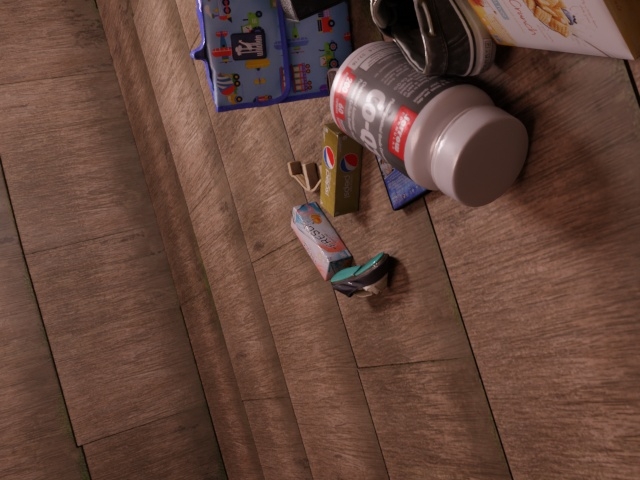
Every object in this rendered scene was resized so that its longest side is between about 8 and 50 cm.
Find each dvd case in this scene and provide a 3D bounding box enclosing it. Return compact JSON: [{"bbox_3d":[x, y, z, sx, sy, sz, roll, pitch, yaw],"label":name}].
[{"bbox_3d":[0.133,-0.193,1.403,0.180,0.022,0.253,-34,72,66],"label":"dvd case"}]

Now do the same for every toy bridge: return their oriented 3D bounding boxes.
[{"bbox_3d":[-0.020,-0.139,1.766,0.188,0.026,0.063,17,120,63],"label":"toy bridge"}]

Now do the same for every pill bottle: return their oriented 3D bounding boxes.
[{"bbox_3d":[0.153,-0.172,1.182,0.283,0.161,0.161,42,140,44],"label":"pill bottle"}]

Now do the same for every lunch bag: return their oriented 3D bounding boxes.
[{"bbox_3d":[-0.100,-0.365,1.484,0.138,0.293,0.221,27,128,60],"label":"lunch bag"}]

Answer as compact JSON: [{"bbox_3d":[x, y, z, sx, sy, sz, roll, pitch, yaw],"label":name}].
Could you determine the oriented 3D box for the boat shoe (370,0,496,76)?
[{"bbox_3d":[0.132,-0.351,1.178,0.335,0.119,0.121,-118,25,-44],"label":"boat shoe"}]

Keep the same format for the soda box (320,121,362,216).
[{"bbox_3d":[0.040,-0.140,1.592,0.061,0.058,0.181,47,144,48],"label":"soda box"}]

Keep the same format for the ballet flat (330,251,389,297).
[{"bbox_3d":[0.093,0.075,1.599,0.203,0.074,0.074,-29,77,59],"label":"ballet flat"}]

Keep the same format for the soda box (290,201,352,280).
[{"bbox_3d":[0.000,0.000,1.761,0.183,0.058,0.063,56,150,36],"label":"soda box"}]

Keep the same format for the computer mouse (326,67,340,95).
[{"bbox_3d":[0.076,-0.267,1.413,0.193,0.042,0.106,32,136,51],"label":"computer mouse"}]

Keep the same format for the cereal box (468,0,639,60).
[{"bbox_3d":[0.253,-0.293,0.939,0.173,0.047,0.240,45,173,-30],"label":"cereal box"}]

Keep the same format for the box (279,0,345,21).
[{"bbox_3d":[-0.015,-0.480,1.352,0.180,0.147,0.077,69,169,-24],"label":"box"}]
